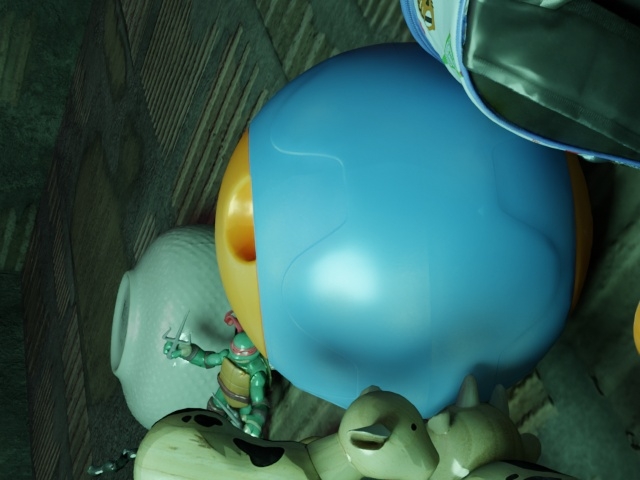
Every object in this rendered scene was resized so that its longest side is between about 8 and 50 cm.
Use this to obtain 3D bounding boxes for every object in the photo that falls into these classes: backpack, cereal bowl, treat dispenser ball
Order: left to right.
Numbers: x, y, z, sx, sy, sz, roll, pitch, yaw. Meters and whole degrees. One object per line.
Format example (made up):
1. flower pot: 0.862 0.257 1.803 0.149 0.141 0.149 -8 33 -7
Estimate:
1. cereal bowl: -0.241 0.136 1.360 0.339 0.141 0.339 -173 90 -69
2. treat dispenser ball: 0.062 -0.007 0.683 0.288 0.288 0.288 -20 67 60
3. backpack: 0.183 -0.171 0.507 0.213 0.263 0.277 53 131 51

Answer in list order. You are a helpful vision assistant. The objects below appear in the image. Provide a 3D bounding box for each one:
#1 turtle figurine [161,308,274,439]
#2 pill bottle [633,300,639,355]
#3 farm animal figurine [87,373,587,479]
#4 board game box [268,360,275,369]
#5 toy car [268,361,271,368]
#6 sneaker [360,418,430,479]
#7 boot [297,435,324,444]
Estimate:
1. turtle figurine: -0.113 0.192 1.128 0.175 0.118 0.234 41 142 36
2. pill bottle: 0.257 0.085 0.437 0.246 0.130 0.131 -120 42 -68
3. farm animal figurine: 0.082 0.165 0.513 0.326 0.330 0.172 8 81 46
4. board game box: 0.000 0.000 1.055 0.305 0.053 0.193 -53 42 45
5. toy car: -0.102 0.176 1.228 0.122 0.040 0.060 -37 78 51
6. sneaker: 0.073 0.269 0.840 0.136 0.115 0.314 -76 -2 -67
7. boot: -0.055 0.308 1.058 0.115 0.112 0.305 -97 26 -45
